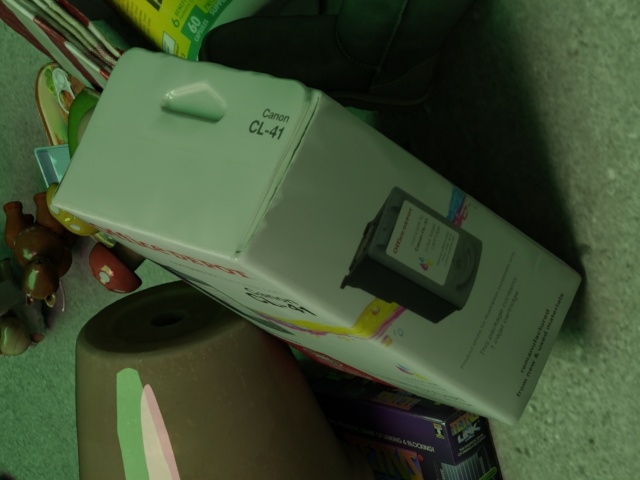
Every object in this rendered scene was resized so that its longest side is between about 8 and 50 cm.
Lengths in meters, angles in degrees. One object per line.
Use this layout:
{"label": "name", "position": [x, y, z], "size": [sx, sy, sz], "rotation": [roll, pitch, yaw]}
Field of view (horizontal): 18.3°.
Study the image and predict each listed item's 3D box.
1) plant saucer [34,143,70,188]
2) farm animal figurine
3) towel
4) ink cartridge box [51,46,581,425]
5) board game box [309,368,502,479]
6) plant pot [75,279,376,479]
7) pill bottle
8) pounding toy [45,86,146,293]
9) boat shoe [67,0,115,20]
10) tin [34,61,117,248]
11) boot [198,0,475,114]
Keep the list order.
{"label": "plant saucer", "position": [-0.167, -0.063, 1.754], "size": [0.192, 0.018, 0.067], "rotation": [-5, 112, 33]}
{"label": "farm animal figurine", "position": [-0.393, 0.084, 1.907], "size": [0.327, 0.330, 0.172], "rotation": [135, 123, -61]}
{"label": "towel", "position": [-0.189, -0.154, 1.601], "size": [0.329, 0.037, 0.237], "rotation": [38, 175, 15]}
{"label": "ink cartridge box", "position": [0.000, 0.000, 1.396], "size": [0.306, 0.131, 0.226], "rotation": [31, 170, -41]}
{"label": "board game box", "position": [0.075, 0.186, 1.654], "size": [0.170, 0.048, 0.141], "rotation": [9, 123, 49]}
{"label": "plant pot", "position": [-0.093, 0.162, 1.580], "size": [0.263, 0.263, 0.229], "rotation": [13, 123, 47]}
{"label": "pill bottle", "position": [-0.109, -0.210, 1.525], "size": [0.208, 0.117, 0.118], "rotation": [44, 143, 23]}
{"label": "pounding toy", "position": [-0.157, -0.024, 1.604], "size": [0.183, 0.110, 0.237], "rotation": [44, 173, -10]}
{"label": "boat shoe", "position": [-0.252, -0.320, 1.650], "size": [0.301, 0.108, 0.102], "rotation": [54, 180, -14]}
{"label": "tin", "position": [-0.205, -0.080, 1.821], "size": [0.106, 0.040, 0.190], "rotation": [6, 120, 46]}
{"label": "boot", "position": [0.026, -0.171, 1.353], "size": [0.208, 0.189, 0.076], "rotation": [117, 150, -59]}
